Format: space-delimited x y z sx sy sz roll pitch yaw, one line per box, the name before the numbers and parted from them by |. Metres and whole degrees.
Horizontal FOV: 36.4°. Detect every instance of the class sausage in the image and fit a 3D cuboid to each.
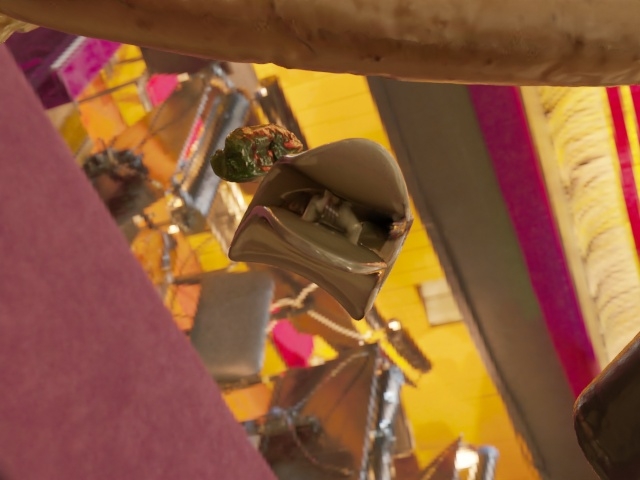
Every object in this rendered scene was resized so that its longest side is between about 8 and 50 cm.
sausage | 0.015 -0.100 0.397 0.066 0.301 0.066 -176 -90 -86

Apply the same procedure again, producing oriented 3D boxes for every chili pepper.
chili pepper | -0.063 -0.111 1.219 0.204 0.073 0.072 -22 115 -67

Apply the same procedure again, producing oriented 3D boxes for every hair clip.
hair clip | 0.007 -0.015 0.979 0.113 0.172 0.282 -64 -179 -12

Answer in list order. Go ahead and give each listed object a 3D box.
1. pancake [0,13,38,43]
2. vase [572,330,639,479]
pancake | -0.256 -0.232 0.556 0.082 0.387 0.387 59 23 -67
vase | 0.412 0.139 1.008 0.245 0.291 0.245 23 37 -19
